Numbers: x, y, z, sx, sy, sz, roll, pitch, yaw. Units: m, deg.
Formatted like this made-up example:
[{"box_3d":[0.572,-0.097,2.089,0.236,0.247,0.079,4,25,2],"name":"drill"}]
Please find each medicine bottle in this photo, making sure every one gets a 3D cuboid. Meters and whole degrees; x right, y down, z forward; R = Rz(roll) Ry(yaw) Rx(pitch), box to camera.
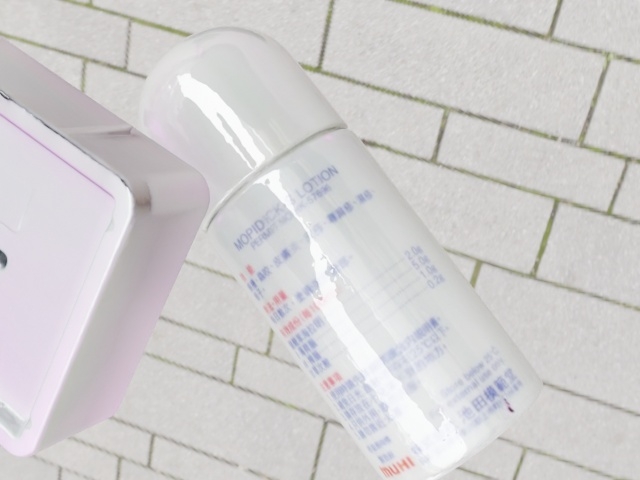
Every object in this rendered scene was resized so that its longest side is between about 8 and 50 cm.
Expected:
[{"box_3d":[0.000,0.000,0.616,0.130,0.130,0.341,-41,83,29],"name":"medicine bottle"}]

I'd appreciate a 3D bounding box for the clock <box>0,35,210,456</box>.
[{"box_3d":[-0.163,-0.014,0.429,0.197,0.063,0.150,34,110,20],"name":"clock"}]
